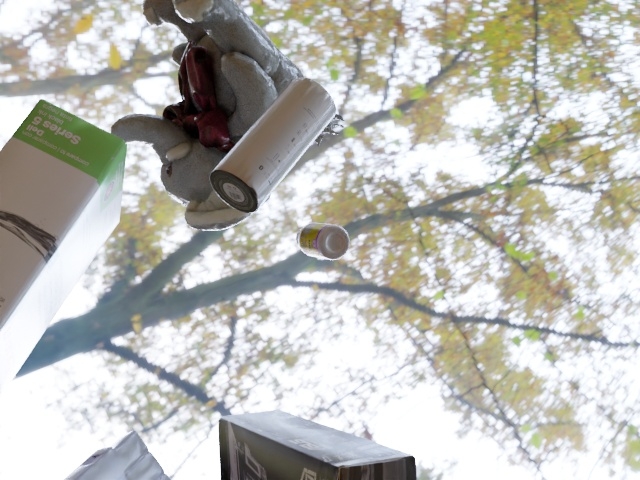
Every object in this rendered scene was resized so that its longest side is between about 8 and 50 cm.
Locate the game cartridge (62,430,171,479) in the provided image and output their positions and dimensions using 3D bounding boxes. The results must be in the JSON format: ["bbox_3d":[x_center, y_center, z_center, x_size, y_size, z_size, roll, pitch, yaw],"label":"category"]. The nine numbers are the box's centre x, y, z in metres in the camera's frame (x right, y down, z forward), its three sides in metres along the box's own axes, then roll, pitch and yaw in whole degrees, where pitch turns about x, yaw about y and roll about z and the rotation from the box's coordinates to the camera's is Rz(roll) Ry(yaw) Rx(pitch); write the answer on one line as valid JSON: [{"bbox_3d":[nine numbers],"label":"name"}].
[{"bbox_3d":[-0.263,0.398,1.193,0.068,0.355,0.230,-38,-89,26],"label":"game cartridge"}]

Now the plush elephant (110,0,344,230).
[{"bbox_3d":[-0.156,-0.163,1.358,0.255,0.330,0.272,-53,-150,-4],"label":"plush elephant"}]

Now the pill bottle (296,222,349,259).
[{"bbox_3d":[0.000,0.000,1.249,0.083,0.043,0.043,8,-72,64],"label":"pill bottle"}]

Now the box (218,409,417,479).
[{"bbox_3d":[-0.010,0.297,0.924,0.307,0.077,0.242,177,-90,-66],"label":"box"}]

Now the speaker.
[{"bbox_3d":[-0.042,-0.090,0.931,0.055,0.136,0.055,27,-29,17],"label":"speaker"}]

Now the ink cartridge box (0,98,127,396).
[{"bbox_3d":[-0.333,0.013,1.106,0.115,0.272,0.198,28,-30,0],"label":"ink cartridge box"}]
